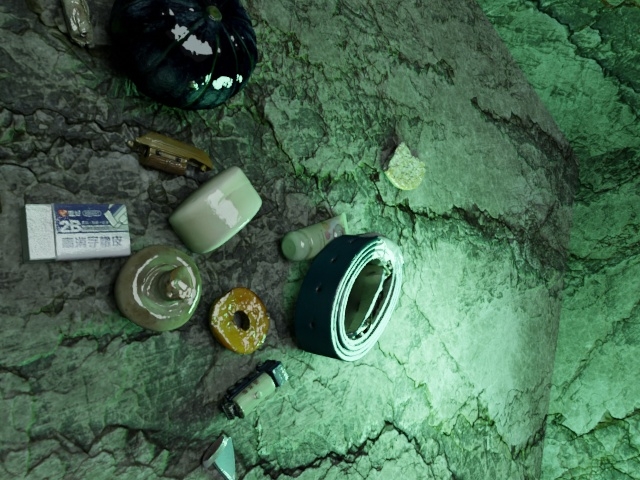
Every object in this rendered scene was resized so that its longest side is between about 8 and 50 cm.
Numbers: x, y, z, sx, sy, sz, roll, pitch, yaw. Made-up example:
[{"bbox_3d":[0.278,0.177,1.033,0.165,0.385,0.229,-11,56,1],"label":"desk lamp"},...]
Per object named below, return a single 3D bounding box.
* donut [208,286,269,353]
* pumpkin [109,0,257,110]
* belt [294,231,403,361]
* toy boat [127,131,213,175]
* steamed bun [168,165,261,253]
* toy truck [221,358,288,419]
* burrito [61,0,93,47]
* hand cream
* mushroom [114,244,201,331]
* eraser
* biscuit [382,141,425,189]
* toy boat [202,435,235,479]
[{"bbox_3d":[-0.223,0.216,1.376,0.162,0.065,0.178,-34,105,-36],"label":"donut"},{"bbox_3d":[-0.340,-0.512,1.295,0.363,0.266,0.364,13,69,-37],"label":"pumpkin"},{"bbox_3d":[0.097,0.161,1.573,0.437,0.173,0.300,-57,135,-35],"label":"belt"},{"bbox_3d":[-0.384,-0.216,1.326,0.226,0.068,0.088,16,75,-42],"label":"toy boat"},{"bbox_3d":[-0.263,-0.087,1.338,0.146,0.164,0.242,54,52,-18],"label":"steamed bun"},{"bbox_3d":[-0.175,0.394,1.362,0.201,0.088,0.074,-34,102,-42],"label":"toy truck"},{"bbox_3d":[-0.586,-0.557,1.228,0.058,0.045,0.188,-14,92,-18],"label":"burrito"},{"bbox_3d":[0.000,0.000,1.622,0.305,0.093,0.147,-14,95,-52],"label":"hand cream"},{"bbox_3d":[-0.359,0.108,1.182,0.204,0.204,0.204,11,73,-41],"label":"mushroom"},{"bbox_3d":[-0.539,-0.017,1.136,0.210,0.068,0.125,-3,83,-42],"label":"eraser"},{"bbox_3d":[0.328,-0.289,2.007,0.265,0.040,0.188,-10,88,-44],"label":"biscuit"},{"bbox_3d":[-0.242,0.567,1.308,0.096,0.034,0.122,-49,122,-38],"label":"toy boat"}]
